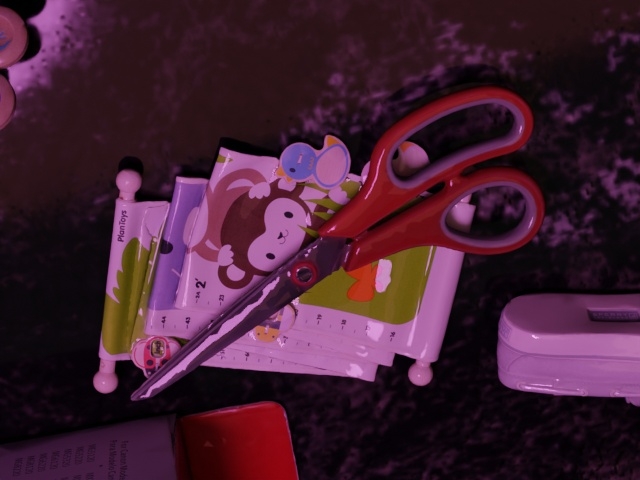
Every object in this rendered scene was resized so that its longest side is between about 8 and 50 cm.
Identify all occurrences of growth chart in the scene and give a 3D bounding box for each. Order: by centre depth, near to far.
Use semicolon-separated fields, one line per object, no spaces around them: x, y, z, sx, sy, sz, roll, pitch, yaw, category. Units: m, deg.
-0.022;0.017;0.988;0.237;0.021;0.171;1;109;-6;growth chart

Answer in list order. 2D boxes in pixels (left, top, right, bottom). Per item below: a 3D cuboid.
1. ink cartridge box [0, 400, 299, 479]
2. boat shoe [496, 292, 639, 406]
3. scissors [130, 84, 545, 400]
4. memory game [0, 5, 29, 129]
-0.127;0.282;1.019;0.272;0.130;0.309;-11;111;-2;ink cartridge box
0.203;0.077;1.006;0.184;0.066;0.063;1;124;-7;boat shoe
0.000;0.000;0.964;0.297;0.021;0.109;-23;112;4;scissors
-0.255;-0.105;0.879;0.186;0.012;0.186;0;79;2;memory game
